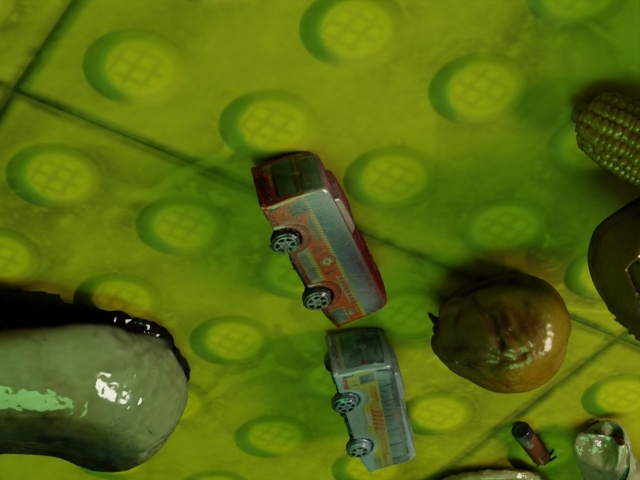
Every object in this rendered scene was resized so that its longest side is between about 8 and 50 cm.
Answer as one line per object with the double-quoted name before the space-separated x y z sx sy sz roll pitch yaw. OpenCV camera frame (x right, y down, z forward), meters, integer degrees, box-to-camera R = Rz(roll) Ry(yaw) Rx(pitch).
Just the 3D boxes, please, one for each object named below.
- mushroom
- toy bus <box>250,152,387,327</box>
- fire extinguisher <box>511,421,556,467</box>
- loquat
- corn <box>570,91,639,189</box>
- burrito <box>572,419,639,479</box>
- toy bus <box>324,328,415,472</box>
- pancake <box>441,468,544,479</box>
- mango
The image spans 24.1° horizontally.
"mushroom" -0.300 0.161 1.477 0.344 0.130 0.247 14 133 -17
"toy bus" 0.000 0.000 1.356 0.077 0.065 0.192 -22 137 6
"fire extinguisher" 0.239 0.228 1.661 0.028 0.022 0.083 -42 133 -2
"loquat" 0.172 0.087 1.435 0.137 0.113 0.137 3 164 1
"corn" 0.301 -0.061 1.239 0.207 0.068 0.068 30 141 15
"burrito" 0.342 0.277 1.691 0.087 0.060 0.226 -13 139 20
"toy bus" 0.052 0.168 1.551 0.075 0.064 0.190 -12 139 2
"pancake" 0.197 0.302 1.741 0.152 0.025 0.151 0 140 0
"mango" 0.345 0.030 1.300 0.236 0.166 0.136 9 157 -11
